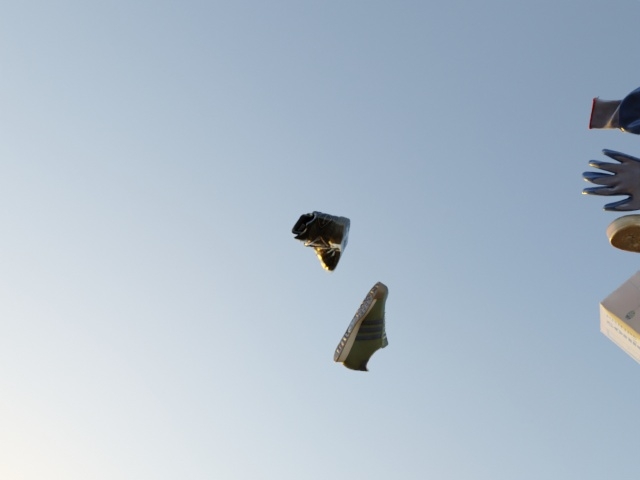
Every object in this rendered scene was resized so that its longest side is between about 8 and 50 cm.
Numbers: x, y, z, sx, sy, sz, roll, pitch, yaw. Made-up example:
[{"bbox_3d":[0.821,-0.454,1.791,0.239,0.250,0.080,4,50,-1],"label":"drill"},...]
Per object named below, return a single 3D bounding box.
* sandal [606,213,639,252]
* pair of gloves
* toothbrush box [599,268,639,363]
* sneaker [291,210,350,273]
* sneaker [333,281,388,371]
[{"bbox_3d":[0.539,0.020,0.793,0.240,0.079,0.088,5,-39,0],"label":"sandal"},{"bbox_3d":[0.463,-0.136,0.796,0.159,0.023,0.198,11,-76,41],"label":"pair of gloves"},{"bbox_3d":[0.635,0.100,0.875,0.216,0.295,0.126,48,-3,41],"label":"toothbrush box"},{"bbox_3d":[0.000,0.000,1.369,0.130,0.087,0.227,20,-26,10],"label":"sneaker"},{"bbox_3d":[0.108,0.187,1.156,0.086,0.192,0.064,30,1,-8],"label":"sneaker"}]
